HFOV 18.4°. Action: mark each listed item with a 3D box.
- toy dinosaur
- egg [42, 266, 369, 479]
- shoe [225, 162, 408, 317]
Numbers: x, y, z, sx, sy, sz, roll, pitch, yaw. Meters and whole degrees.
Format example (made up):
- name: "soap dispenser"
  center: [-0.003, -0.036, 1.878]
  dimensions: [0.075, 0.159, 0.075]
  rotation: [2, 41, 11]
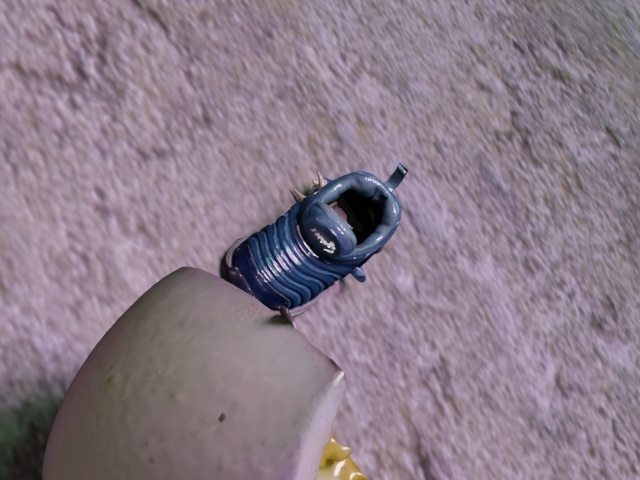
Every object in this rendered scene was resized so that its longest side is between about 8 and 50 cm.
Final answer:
- name: "toy dinosaur"
  center: [0.013, -0.008, 1.362]
  dimensions: [0.047, 0.030, 0.083]
  rotation: [-13, 72, -56]
- name: "egg"
  center: [-0.054, 0.143, 1.018]
  dimensions: [0.206, 0.162, 0.271]
  rotation: [37, -17, 32]
- name: "shoe"
  center: [0.000, 0.000, 1.287]
  dimensions: [0.143, 0.071, 0.064]
  rotation: [-31, 83, -35]
